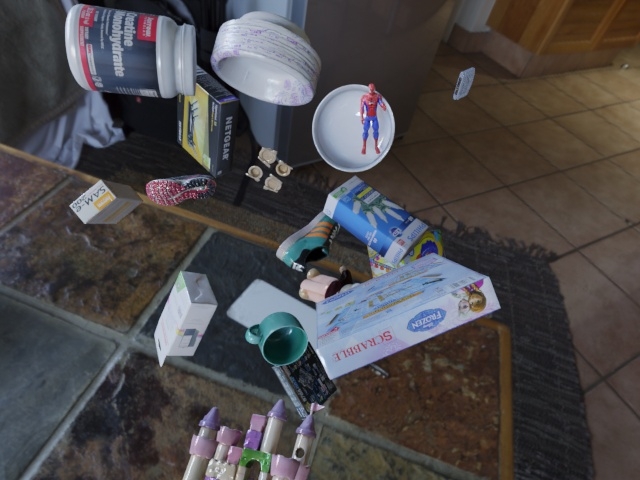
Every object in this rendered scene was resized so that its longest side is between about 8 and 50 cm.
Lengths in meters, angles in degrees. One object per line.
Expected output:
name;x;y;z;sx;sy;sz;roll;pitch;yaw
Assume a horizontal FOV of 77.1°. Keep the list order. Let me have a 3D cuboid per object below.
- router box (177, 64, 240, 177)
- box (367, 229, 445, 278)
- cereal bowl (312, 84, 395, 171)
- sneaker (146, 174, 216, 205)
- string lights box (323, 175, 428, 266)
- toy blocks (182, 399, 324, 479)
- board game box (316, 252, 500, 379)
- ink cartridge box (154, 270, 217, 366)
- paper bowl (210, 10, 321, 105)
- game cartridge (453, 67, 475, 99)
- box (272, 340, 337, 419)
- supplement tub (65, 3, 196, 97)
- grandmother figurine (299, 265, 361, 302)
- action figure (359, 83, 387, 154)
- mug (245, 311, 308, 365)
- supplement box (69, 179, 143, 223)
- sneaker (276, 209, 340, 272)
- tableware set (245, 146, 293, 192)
router box;-0.407;-0.419;1.427;0.243;0.309;0.081;42;49;20
box;0.372;0.116;1.668;0.289;0.177;0.279;-11;91;-41
cereal bowl;0.139;-0.457;1.662;0.338;0.339;0.141;18;15;4
sneaker;-0.612;-0.227;1.776;0.299;0.121;0.112;-4;27;-8
string lights box;0.151;-0.058;1.116;0.259;0.077;0.133;37;50;16
toy blocks;-0.146;0.542;1.040;0.288;0.309;0.260;2;56;20
board game box;0.146;0.134;0.830;0.318;0.318;0.066;-23;96;2
ink cartridge box;-0.566;0.331;1.664;0.119;0.354;0.207;13;26;-38
paper bowl;-0.137;-0.489;1.072;0.284;0.284;0.148;14;88;0
game cartridge;0.410;-0.447;1.142;0.056;0.083;0.017;-26;56;-21
box;-0.055;0.516;1.496;0.175;0.051;0.220;-30;89;-46
supplement tub;-0.454;-0.460;0.995;0.272;0.191;0.191;1;50;-14
grandmother figurine;0.042;0.177;1.359;0.104;0.342;0.208;23;78;-27
action figure;0.196;-0.440;1.516;0.091;0.280;0.139;-4;41;3
mug;-0.118;0.254;1.103;0.129;0.158;0.097;-39;31;-3
supplement box;-0.332;-0.059;0.630;0.062;0.098;0.036;-40;93;0
sneaker;0.000;0.000;1.323;0.121;0.108;0.302;39;57;18
tableware set;-0.190;-0.263;1.514;0.141;0.169;0.020;31;35;-15
